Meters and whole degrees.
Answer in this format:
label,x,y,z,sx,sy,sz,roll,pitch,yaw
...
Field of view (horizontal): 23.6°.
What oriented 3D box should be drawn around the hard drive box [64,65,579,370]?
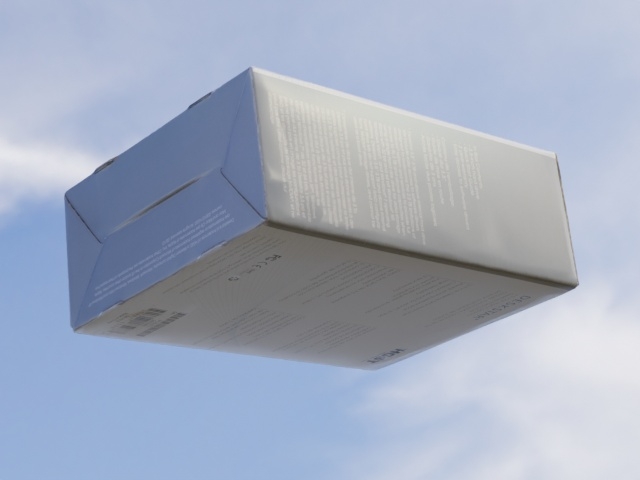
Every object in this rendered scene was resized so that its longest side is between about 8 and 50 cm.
label,x,y,z,sx,sy,sz,roll,pitch,yaw
hard drive box,0.000,0.000,0.872,0.232,0.089,0.181,12,-28,-40
